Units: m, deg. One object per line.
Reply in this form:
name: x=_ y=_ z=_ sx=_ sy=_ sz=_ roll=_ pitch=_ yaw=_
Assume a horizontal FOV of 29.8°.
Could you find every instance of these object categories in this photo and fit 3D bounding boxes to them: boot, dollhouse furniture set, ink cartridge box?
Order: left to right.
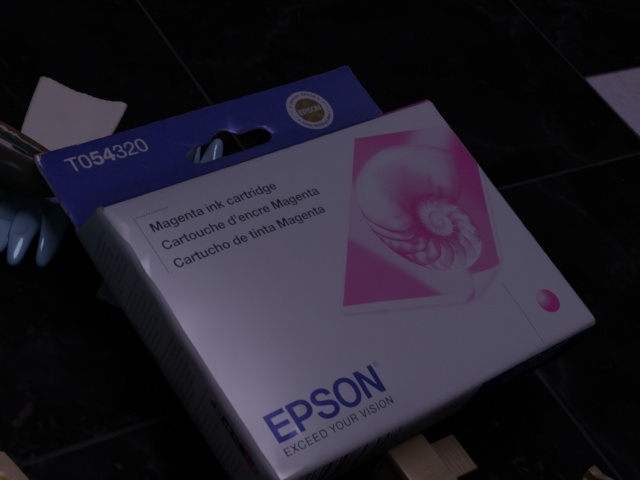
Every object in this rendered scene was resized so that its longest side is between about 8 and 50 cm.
boot: x=-0.308 y=-0.048 z=0.926 sx=0.219 sy=0.082 sz=0.106 roll=18 pitch=63 yaw=-3
ink cartridge box: x=0.000 y=0.000 z=0.927 sx=0.324 sy=0.071 sz=0.330 roll=-22 pitch=68 yaw=-34
dollhouse furniture set: x=0.160 y=0.178 z=0.901 sx=0.182 sy=0.101 sz=0.161 roll=-18 pitch=58 yaw=-37

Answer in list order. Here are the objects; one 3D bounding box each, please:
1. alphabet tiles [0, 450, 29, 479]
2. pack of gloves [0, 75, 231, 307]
alphabet tiles: x=-0.308 y=0.196 z=0.726 sx=0.342 sy=0.011 sz=0.285 roll=43 pitch=46 yaw=18
pack of gloves: x=-0.171 y=-0.051 z=1.008 sx=0.195 sy=0.046 sz=0.232 roll=20 pitch=43 yaw=-8
